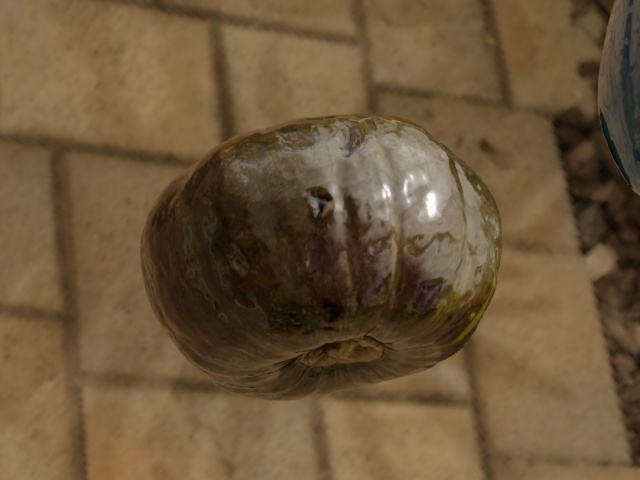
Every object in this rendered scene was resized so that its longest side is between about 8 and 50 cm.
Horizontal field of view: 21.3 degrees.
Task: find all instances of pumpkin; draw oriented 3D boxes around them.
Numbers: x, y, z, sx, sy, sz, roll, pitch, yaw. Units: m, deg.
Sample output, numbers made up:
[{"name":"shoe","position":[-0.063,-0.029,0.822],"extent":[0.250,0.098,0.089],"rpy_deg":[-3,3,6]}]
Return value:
[{"name":"pumpkin","position":[0.000,0.000,1.001],"extent":[0.219,0.219,0.162],"rpy_deg":[7,63,-28]}]

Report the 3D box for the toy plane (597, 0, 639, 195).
[{"name":"toy plane","position":[0.137,-0.119,0.560],"extent":[0.254,0.105,0.271],"rpy_deg":[28,43,-11]}]
